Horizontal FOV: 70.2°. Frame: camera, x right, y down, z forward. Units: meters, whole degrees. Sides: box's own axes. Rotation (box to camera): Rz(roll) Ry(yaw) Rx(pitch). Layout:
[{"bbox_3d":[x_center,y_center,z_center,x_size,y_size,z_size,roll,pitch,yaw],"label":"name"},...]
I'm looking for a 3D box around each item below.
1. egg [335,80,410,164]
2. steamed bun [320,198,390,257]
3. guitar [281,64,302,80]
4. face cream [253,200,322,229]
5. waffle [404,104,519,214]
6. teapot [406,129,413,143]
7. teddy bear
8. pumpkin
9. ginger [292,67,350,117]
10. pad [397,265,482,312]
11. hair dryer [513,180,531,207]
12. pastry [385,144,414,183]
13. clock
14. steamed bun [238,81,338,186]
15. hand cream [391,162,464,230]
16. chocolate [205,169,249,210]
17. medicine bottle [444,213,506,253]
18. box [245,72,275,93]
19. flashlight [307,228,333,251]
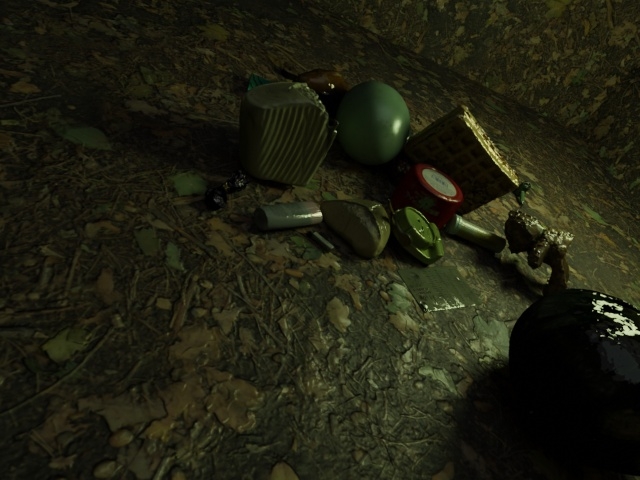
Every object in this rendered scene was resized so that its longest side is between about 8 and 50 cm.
[{"bbox_3d":[0.194,-0.441,1.705,0.276,0.276,0.388,17,39,-17],"label":"egg"},{"bbox_3d":[0.138,-0.053,1.363,0.231,0.110,0.212,-2,48,-32],"label":"steamed bun"},{"bbox_3d":[-0.046,-0.718,2.061,0.271,0.038,0.083,22,38,-6],"label":"guitar"},{"bbox_3d":[-0.089,-0.070,1.273,0.198,0.057,0.084,-8,52,-42],"label":"face cream"},{"bbox_3d":[0.528,-0.288,1.683,0.376,0.261,0.114,43,40,-18],"label":"waffle"},{"bbox_3d":[0.337,-0.440,1.945,0.108,0.111,0.149,28,40,21],"label":"teapot"},{"bbox_3d":[0.753,0.055,1.590,0.223,0.295,0.246,7,21,28],"label":"teddy bear"},{"bbox_3d":[0.680,0.325,1.092,0.455,0.344,0.454,22,40,-20],"label":"pumpkin"},{"bbox_3d":[0.030,-0.588,1.818,0.321,0.172,0.165,7,46,-44],"label":"ginger"},{"bbox_3d":[0.365,0.139,1.373,0.265,0.009,0.159,-1,46,-35],"label":"pad"},{"bbox_3d":[0.938,-0.206,2.120,0.047,0.071,0.150,26,53,-3],"label":"hair dryer"},{"bbox_3d":[0.312,-0.301,1.761,0.097,0.115,0.208,54,27,-28],"label":"pastry"},{"bbox_3d":[0.285,-0.037,1.428,0.232,0.069,0.170,34,35,-24],"label":"clock"},{"bbox_3d":[-0.125,-0.342,1.399,0.274,0.290,0.272,4,30,-20],"label":"steamed bun"},{"bbox_3d":[0.380,-0.156,1.611,0.230,0.149,0.230,21,36,-16],"label":"hand cream"},{"bbox_3d":[-0.257,-0.139,1.235,0.072,0.070,0.147,10,31,21],"label":"chocolate"},{"bbox_3d":[0.558,-0.021,1.639,0.218,0.074,0.073,23,37,-13],"label":"medicine bottle"},{"bbox_3d":[-0.179,-0.572,1.801,0.227,0.042,0.160,19,38,-16],"label":"box"},{"bbox_3d":[0.000,0.000,1.280,0.083,0.018,0.018,39,38,12],"label":"flashlight"}]
